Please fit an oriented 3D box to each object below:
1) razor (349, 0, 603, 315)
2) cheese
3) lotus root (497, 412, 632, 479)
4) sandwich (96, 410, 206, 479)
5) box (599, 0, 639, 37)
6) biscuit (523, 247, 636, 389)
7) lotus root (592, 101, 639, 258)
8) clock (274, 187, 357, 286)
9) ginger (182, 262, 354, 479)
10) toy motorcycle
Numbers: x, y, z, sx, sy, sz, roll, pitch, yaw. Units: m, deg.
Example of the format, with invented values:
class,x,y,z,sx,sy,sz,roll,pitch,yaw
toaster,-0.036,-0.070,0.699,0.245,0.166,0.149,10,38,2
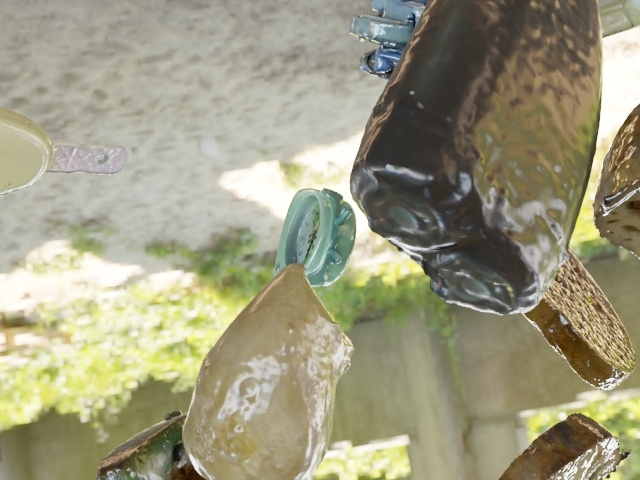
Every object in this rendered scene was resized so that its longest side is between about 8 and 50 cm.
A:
class,x,y,z,sx,sy,sz,roll,pitch,yaw
razor,0.133,-0.114,0.925,0.107,0.327,0.189,-21,129,43
cheese,-0.340,-0.097,1.433,0.255,0.050,0.127,3,129,-41
lotus root,0.299,0.350,1.664,0.260,0.074,0.170,-53,140,7
sandwich,-0.148,0.369,1.568,0.162,0.301,0.250,-4,-178,38
box,0.389,-0.316,1.460,0.211,0.045,0.270,-45,-173,-4
biscuit,0.341,0.065,1.913,0.070,0.394,0.350,-39,166,22
lotus root,0.380,-0.080,1.203,0.188,0.180,0.199,32,143,-29
clock,0.000,0.000,1.874,0.066,0.159,0.211,15,174,-22
ginger,-0.048,0.150,1.135,0.138,0.267,0.152,32,-160,20
toy motorcycle,0.208,-0.293,1.716,0.319,0.182,0.241,16,-140,23
